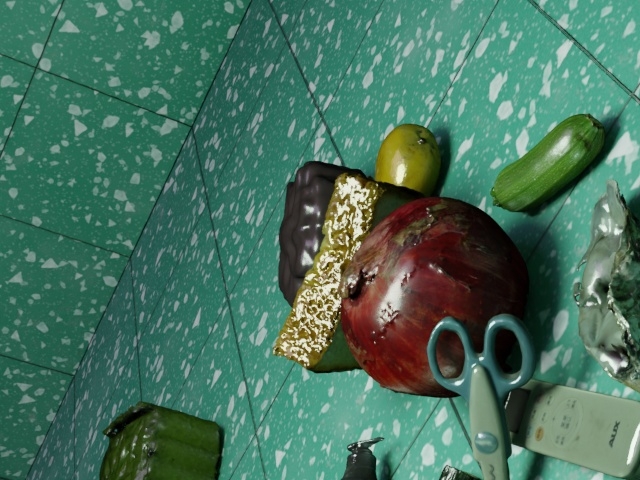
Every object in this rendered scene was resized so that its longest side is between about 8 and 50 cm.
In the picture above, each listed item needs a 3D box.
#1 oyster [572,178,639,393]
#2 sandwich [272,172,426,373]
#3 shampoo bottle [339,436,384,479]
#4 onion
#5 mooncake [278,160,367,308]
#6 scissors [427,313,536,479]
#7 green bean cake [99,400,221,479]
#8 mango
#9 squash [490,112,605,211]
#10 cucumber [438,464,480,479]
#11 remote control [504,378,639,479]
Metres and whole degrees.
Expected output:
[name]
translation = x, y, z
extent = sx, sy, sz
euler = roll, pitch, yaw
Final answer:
[oyster]
translation = 0.343, 0.043, 1.329
extent = 0.252, 0.087, 0.199
euler = -118, 41, -71
[sandwich]
translation = 0.069, 0.054, 1.773
extent = 0.099, 0.271, 0.301
euler = 22, 94, 25
[shampoo bottle]
translation = 0.052, 0.427, 1.687
extent = 0.101, 0.101, 0.284
euler = -42, 35, 51
[onion]
translation = 0.145, 0.075, 1.559
extent = 0.276, 0.276, 0.276
euler = -50, 29, 42
[mooncake]
translation = 0.000, 0.000, 2.054
extent = 0.283, 0.141, 0.283
euler = -173, 90, -81
[scissors]
translation = 0.208, 0.233, 1.412
extent = 0.138, 0.041, 0.289
euler = -6, 95, 24
[green bean cake]
translation = -0.364, 0.537, 2.445
extent = 0.335, 0.218, 0.319
euler = -44, 33, 52
[mango]
translation = 0.141, -0.099, 1.936
extent = 0.137, 0.098, 0.195
euler = -128, 49, -67
[squash]
translation = 0.305, -0.098, 1.569
extent = 0.219, 0.068, 0.077
euler = -40, 52, 52
[cucumber]
translation = 0.157, 0.388, 1.529
extent = 0.187, 0.058, 0.058
euler = -69, 21, 5
[remote control]
translation = 0.293, 0.217, 1.369
extent = 0.309, 0.038, 0.090
euler = 3, 74, 68
